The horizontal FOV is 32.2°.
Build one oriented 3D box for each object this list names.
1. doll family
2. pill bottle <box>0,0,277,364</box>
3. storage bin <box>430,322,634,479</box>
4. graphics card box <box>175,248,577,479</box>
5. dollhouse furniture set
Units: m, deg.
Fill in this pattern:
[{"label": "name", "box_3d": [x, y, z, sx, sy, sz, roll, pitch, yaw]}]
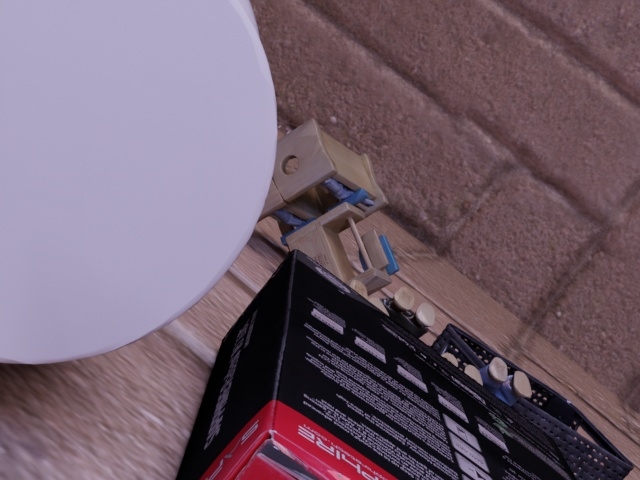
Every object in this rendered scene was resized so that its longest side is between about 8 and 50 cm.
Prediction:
[{"label": "doll family", "box_3d": [0.060, 0.104, 0.814, 0.193, 0.111, 0.076, 39, 34, -2]}, {"label": "pill bottle", "box_3d": [-0.143, -0.088, 0.544, 0.210, 0.210, 0.363, 34, 7, -23]}, {"label": "storage bin", "box_3d": [0.164, 0.163, 0.951, 0.180, 0.084, 0.122, 32, 10, -29]}, {"label": "graphics card box", "box_3d": [0.046, 0.133, 0.576, 0.233, 0.094, 0.371, 36, 9, -7]}, {"label": "dollhouse furniture set", "box_3d": [0.000, 0.000, 1.139, 0.129, 0.129, 0.183, 26, 38, -57]}]
